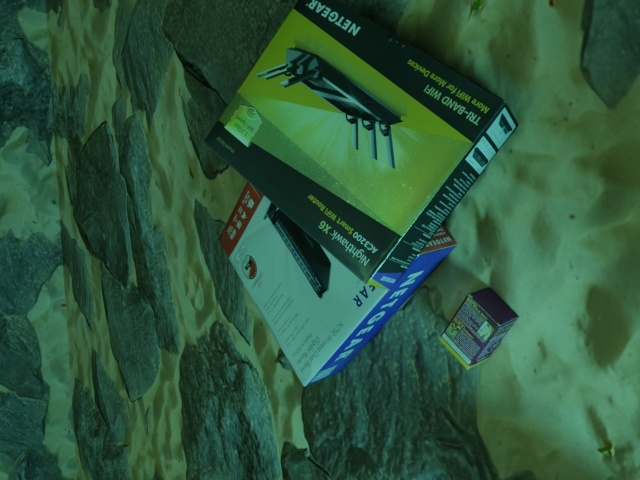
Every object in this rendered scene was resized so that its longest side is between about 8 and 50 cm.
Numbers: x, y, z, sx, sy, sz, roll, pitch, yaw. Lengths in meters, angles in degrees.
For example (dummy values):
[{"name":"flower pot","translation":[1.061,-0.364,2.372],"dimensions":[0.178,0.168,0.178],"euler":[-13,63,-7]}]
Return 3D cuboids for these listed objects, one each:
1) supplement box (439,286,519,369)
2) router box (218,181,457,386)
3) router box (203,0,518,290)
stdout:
[{"name":"supplement box","translation":[0.191,0.107,0.763],"dimensions":[0.055,0.043,0.083],"euler":[49,133,30]},{"name":"router box","translation":[0.000,0.000,0.928],"dimensions":[0.301,0.082,0.335],"euler":[56,135,24]},{"name":"router box","translation":[0.035,-0.129,0.757],"dimensions":[0.309,0.081,0.243],"euler":[40,100,27]}]
